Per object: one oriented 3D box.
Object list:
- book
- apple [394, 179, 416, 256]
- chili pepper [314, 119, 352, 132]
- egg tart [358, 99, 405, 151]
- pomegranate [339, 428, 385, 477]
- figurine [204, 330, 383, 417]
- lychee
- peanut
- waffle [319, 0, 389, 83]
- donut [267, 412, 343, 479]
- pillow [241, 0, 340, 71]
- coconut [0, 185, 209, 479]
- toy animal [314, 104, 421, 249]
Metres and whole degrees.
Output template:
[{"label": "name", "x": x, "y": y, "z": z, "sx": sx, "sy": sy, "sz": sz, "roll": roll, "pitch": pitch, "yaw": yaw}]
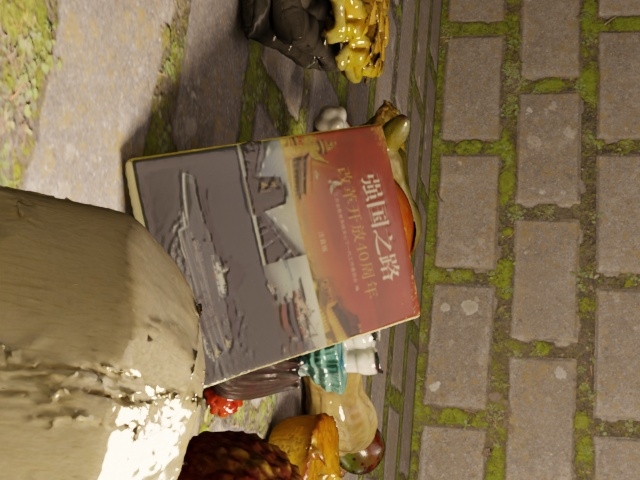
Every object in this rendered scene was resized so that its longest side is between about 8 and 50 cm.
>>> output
[{"label": "book", "x": -0.040, "y": 0.007, "z": 1.102, "sx": 0.374, "sy": 0.028, "sz": 0.262, "roll": -13, "pitch": 91, "yaw": -37}, {"label": "apple", "x": 0.000, "y": 0.000, "z": 1.323, "sx": 0.206, "sy": 0.272, "sz": 0.251, "roll": 47, "pitch": 63, "yaw": -22}, {"label": "chili pepper", "x": 0.031, "y": -0.196, "z": 1.772, "sx": 0.084, "sy": 0.086, "sz": 0.192, "roll": -54, "pitch": 177, "yaw": 5}, {"label": "egg tart", "x": 0.109, "y": -0.130, "z": 1.992, "sx": 0.345, "sy": 0.132, "sz": 0.345, "roll": 3, "pitch": 90, "yaw": -76}, {"label": "pomegranate", "x": 0.079, "y": 0.444, "z": 1.969, "sx": 0.130, "sy": 0.130, "sz": 0.130, "roll": 2, "pitch": 90, "yaw": -76}, {"label": "figurine", "x": -0.041, "y": 0.161, "z": 1.224, "sx": 0.110, "sy": 0.246, "sz": 0.137, "roll": 21, "pitch": 64, "yaw": -81}, {"label": "lychee", "x": -0.101, "y": 0.333, "z": 1.013, "sx": 0.236, "sy": 0.271, "sz": 0.236, "roll": -49, "pitch": 180, "yaw": 0}, {"label": "peanut", "x": 0.030, "y": 0.283, "z": 1.735, "sx": 0.149, "sy": 0.149, "sz": 0.313, "roll": -64, "pitch": 152, "yaw": -58}, {"label": "waffle", "x": 0.064, "y": -0.452, "z": 1.527, "sx": 0.379, "sy": 0.095, "sz": 0.382, "roll": -46, "pitch": 134, "yaw": -75}, {"label": "donut", "x": -0.027, "y": 0.417, "z": 1.555, "sx": 0.253, "sy": 0.118, "sz": 0.253, "roll": -1, "pitch": 90, "yaw": -77}, {"label": "pillow", "x": -0.040, "y": -0.397, "z": 1.454, "sx": 0.326, "sy": 0.101, "sz": 0.228, "roll": -4, "pitch": 94, "yaw": -78}, {"label": "coconut", "x": -0.211, "y": 0.080, "z": 0.556, "sx": 0.245, "sy": 0.247, "sz": 0.245, "roll": -38, "pitch": -135, "yaw": 53}, {"label": "toy animal", "x": 0.089, "y": -0.123, "z": 1.690, "sx": 0.180, "sy": 0.181, "sz": 0.363, "roll": -121, "pitch": -167, "yaw": -56}]
